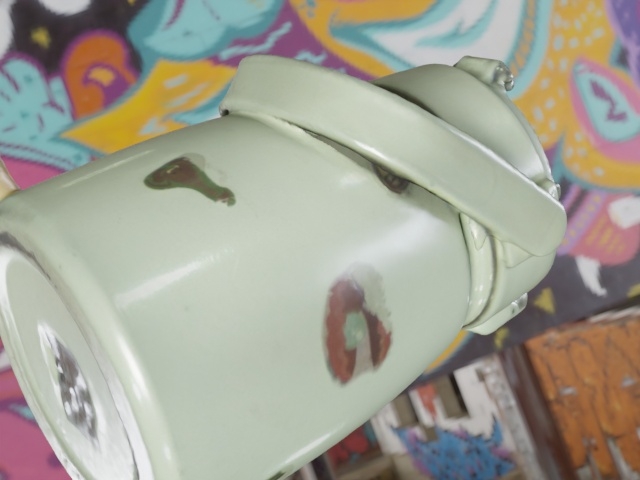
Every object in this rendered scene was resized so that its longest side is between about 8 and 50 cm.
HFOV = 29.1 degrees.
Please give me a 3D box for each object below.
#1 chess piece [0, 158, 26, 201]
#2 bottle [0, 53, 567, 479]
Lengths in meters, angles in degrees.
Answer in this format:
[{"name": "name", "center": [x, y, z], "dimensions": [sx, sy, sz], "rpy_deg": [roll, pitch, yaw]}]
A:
[{"name": "chess piece", "center": [-0.292, -0.072, 0.816], "dimensions": [0.139, 0.307, 0.124], "rpy_deg": [-54, 165, 9]}, {"name": "bottle", "center": [0.000, 0.000, 0.725], "dimensions": [0.351, 0.229, 0.229], "rpy_deg": [-26, -179, -26]}]
